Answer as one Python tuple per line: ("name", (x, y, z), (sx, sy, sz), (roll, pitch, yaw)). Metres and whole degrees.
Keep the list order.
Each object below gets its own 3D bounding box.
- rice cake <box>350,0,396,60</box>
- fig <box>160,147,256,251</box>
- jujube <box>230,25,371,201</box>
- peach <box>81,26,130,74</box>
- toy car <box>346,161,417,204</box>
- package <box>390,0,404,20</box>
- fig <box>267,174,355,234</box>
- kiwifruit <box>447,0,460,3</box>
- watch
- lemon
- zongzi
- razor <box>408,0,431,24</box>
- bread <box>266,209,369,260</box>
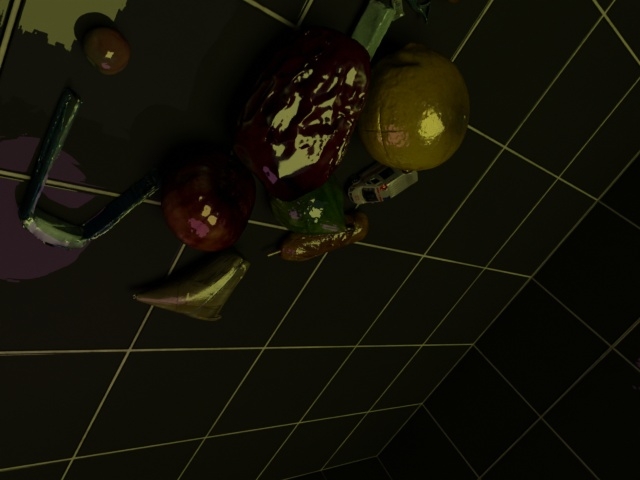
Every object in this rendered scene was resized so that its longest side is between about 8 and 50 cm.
("rice cake", (0.070, -0.400, 1.213), (0.063, 0.066, 0.336), (-15, 140, -57))
("fig", (-0.254, -0.087, 1.154), (0.224, 0.224, 0.263), (-22, 156, -20))
("jujube", (-0.044, -0.275, 1.121), (0.258, 0.258, 0.376), (17, 101, -46))
("peach", (-0.380, -0.341, 0.907), (0.083, 0.083, 0.083), (-22, 138, -21))
("toy car", (0.181, -0.170, 1.498), (0.210, 0.108, 0.089), (-33, 141, -7))
("package", (0.175, -0.569, 1.179), (0.037, 0.015, 0.110), (-26, 138, -8))
("fig", (-0.015, -0.085, 1.326), (0.203, 0.235, 0.203), (-25, 144, -21))
("kiwifruit", (0.308, -0.613, 1.197), (0.124, 0.075, 0.075), (16, 116, -51))
("watch", (-0.503, -0.122, 1.033), (0.274, 0.068, 0.276), (-39, 141, 0))
("lemon", (0.225, -0.320, 1.252), (0.297, 0.297, 0.297), (-22, 138, -21))
("zongzi", (-0.342, 0.099, 1.359), (0.256, 0.115, 0.228), (23, 108, -37))
("razor", (0.203, -0.570, 1.172), (0.190, 0.033, 0.066), (13, 86, -54))
("bread", (-0.002, -0.001, 1.537), (0.344, 0.084, 0.124), (-20, 137, -22))
